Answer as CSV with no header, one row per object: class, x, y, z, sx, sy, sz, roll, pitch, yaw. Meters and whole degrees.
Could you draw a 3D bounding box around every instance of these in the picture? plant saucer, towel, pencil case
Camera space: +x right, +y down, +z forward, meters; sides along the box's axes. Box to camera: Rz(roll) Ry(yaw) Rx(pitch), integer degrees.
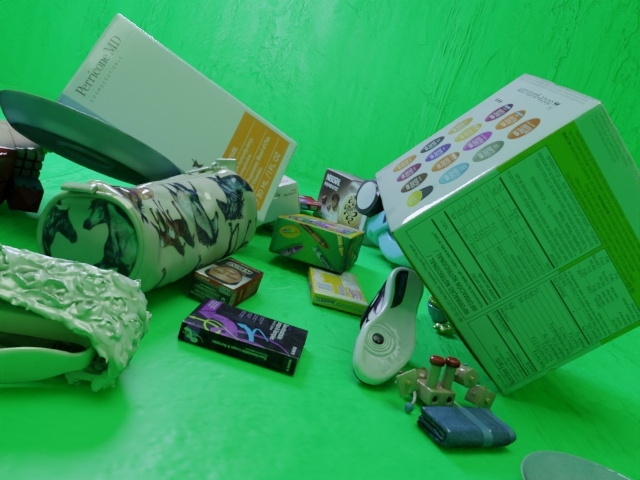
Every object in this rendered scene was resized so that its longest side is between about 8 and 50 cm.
plant saucer,0.299,0.293,0.630,0.195,0.037,0.195,17,11,-3
plant saucer,-0.400,-0.161,1.047,0.317,0.043,0.317,20,-8,3
towel,0.183,0.235,0.754,0.119,0.029,0.067,11,13,-30
pencil case,-0.245,-0.028,0.948,0.160,0.183,0.410,-4,8,18

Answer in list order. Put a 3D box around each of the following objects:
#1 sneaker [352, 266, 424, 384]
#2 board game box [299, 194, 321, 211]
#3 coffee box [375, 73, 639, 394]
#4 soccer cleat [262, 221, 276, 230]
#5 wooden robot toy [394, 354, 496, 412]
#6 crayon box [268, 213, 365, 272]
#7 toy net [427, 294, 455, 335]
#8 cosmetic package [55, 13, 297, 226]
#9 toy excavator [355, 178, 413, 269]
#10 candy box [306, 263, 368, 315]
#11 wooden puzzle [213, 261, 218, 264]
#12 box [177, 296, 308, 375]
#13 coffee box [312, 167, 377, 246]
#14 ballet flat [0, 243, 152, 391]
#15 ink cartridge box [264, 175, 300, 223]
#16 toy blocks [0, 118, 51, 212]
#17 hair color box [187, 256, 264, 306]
sneaker,0.092,0.151,0.917,0.079,0.121,0.217,30,47,2
board game box,-0.148,-0.136,1.933,0.281,0.027,0.145,7,13,-16
coffee box,0.325,-0.026,1.008,0.338,0.334,0.337,53,13,-16
soccer cleat,-0.120,-0.051,1.583,0.076,0.068,0.196,-15,29,-20
wooden robot toy,0.156,0.191,0.834,0.173,0.076,0.079,12,2,-27
crayon box,0.000,0.000,1.378,0.165,0.081,0.278,17,6,9
toy net,0.326,0.172,1.208,0.232,0.045,0.122,16,12,-9
cosmetic package,-0.297,-0.221,1.267,0.453,0.230,0.161,33,-29,-24
toy excavator,0.300,0.014,1.532,0.222,0.445,0.433,18,-30,-34
candy box,0.029,0.093,1.194,0.105,0.027,0.206,17,11,-7
wooden puzzle,-0.220,0.045,1.099,0.116,0.014,0.078,25,18,33
box,-0.101,0.129,0.836,0.162,0.029,0.116,19,12,1
coffee box,0.111,-0.106,1.891,0.119,0.168,0.297,9,15,-32
ballet flat,-0.365,0.059,0.564,0.409,0.147,0.147,13,12,-20
ink cartridge box,-0.171,-0.120,1.556,0.160,0.092,0.219,-17,27,-24
toy blocks,-0.632,-0.136,1.029,0.381,0.191,0.261,9,26,-41
hair color box,-0.152,0.070,0.996,0.072,0.043,0.141,24,13,9
